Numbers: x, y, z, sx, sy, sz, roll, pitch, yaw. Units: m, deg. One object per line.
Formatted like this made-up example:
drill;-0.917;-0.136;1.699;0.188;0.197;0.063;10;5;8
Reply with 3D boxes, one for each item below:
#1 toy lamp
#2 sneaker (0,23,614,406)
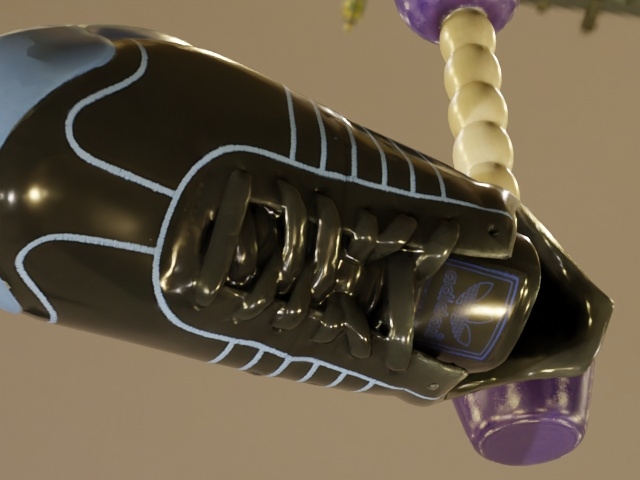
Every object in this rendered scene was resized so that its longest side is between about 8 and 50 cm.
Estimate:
toy lamp;0.081;-0.027;0.661;0.080;0.080;0.275;7;-125;-16
sneaker;0.000;0.000;0.381;0.090;0.081;0.232;23;-172;36
